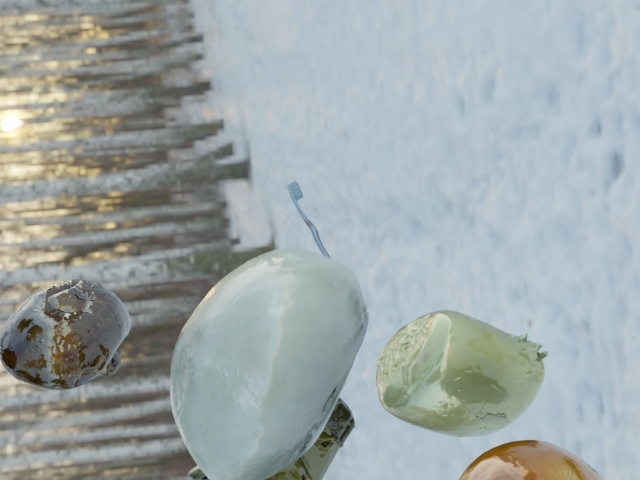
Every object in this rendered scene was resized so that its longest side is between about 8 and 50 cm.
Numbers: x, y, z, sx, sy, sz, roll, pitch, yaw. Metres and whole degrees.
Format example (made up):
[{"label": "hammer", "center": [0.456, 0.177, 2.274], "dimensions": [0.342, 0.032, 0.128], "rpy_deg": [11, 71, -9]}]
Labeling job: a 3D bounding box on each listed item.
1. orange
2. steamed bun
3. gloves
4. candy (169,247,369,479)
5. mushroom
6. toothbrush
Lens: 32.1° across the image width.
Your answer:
[{"label": "orange", "center": [0.299, 0.399, 1.521], "dimensions": [0.261, 0.261, 0.261], "rpy_deg": [175, 90, -82]}, {"label": "steamed bun", "center": [0.221, 0.231, 1.783], "dimensions": [0.273, 0.232, 0.166], "rpy_deg": [-34, 30, 58]}, {"label": "gloves", "center": [-0.087, 0.374, 1.813], "dimensions": [0.154, 0.331, 0.141], "rpy_deg": [54, 158, -19]}, {"label": "candy", "center": [-0.066, 0.133, 1.206], "dimensions": [0.296, 0.185, 0.295], "rpy_deg": [-63, -1, -2]}, {"label": "mushroom", "center": [-0.402, 0.140, 1.750], "dimensions": [0.231, 0.194, 0.138], "rpy_deg": [-90, 16, -68]}, {"label": "toothbrush", "center": [0.000, 0.000, 1.627], "dimensions": [0.193, 0.019, 0.013], "rpy_deg": [63, -172, 7]}]
